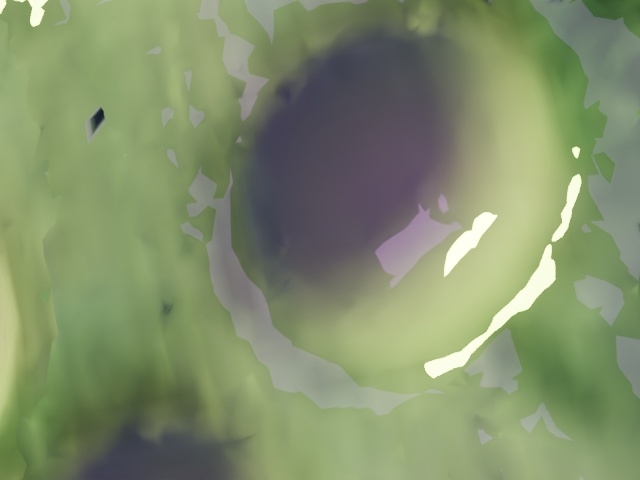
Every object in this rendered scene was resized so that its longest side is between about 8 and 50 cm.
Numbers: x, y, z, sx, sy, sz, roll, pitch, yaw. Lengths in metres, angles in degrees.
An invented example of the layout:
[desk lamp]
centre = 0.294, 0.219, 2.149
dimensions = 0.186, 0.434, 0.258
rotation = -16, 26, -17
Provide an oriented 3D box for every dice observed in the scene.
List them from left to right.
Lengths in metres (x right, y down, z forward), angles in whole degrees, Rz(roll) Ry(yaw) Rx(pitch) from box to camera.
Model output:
[dice]
centre = 0.040, 0.091, 0.517
dimensions = 0.330, 0.328, 0.348
rotation = -19, 72, 25
